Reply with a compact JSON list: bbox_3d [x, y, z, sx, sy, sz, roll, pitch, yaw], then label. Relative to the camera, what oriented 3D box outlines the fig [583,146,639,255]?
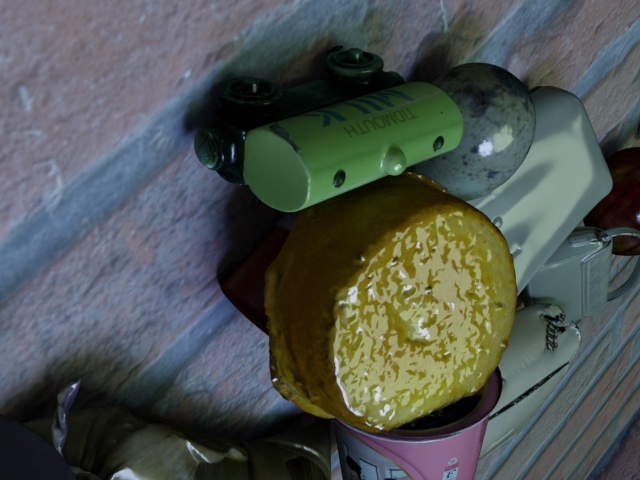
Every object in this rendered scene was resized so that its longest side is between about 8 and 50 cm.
[{"bbox_3d":[0.545,-0.041,1.567,0.250,0.186,0.204,-64,179,37],"label":"fig"}]

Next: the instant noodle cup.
[{"bbox_3d":[0.114,0.273,1.152,0.244,0.244,0.255,-29,131,-38],"label":"instant noodle cup"}]

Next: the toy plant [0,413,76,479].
[{"bbox_3d":[-0.334,0.295,0.619,0.279,0.185,0.400,8,130,-48],"label":"toy plant"}]

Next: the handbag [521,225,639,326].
[{"bbox_3d":[0.459,0.057,1.518,0.219,0.079,0.256,-15,145,6],"label":"handbag"}]

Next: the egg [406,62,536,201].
[{"bbox_3d":[0.166,-0.119,0.997,0.141,0.141,0.182,-25,155,-42],"label":"egg"}]

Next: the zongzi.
[{"bbox_3d":[-0.141,0.216,0.918,0.467,0.218,0.500,-71,148,-49],"label":"zongzi"}]

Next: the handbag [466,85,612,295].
[{"bbox_3d":[0.258,-0.045,1.179,0.315,0.109,0.241,-45,120,-21],"label":"handbag"}]

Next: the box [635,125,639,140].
[{"bbox_3d":[0.679,-0.303,1.603,0.135,0.079,0.269,-33,141,-33],"label":"box"}]

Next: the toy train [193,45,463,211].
[{"bbox_3d":[0.016,-0.098,0.786,0.253,0.157,0.105,-23,132,-40],"label":"toy train"}]

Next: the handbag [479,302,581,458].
[{"bbox_3d":[0.253,0.242,1.405,0.358,0.160,0.237,-18,146,-47],"label":"handbag"}]

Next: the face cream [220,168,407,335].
[{"bbox_3d":[0.000,0.000,0.909,0.214,0.095,0.096,-49,148,-14],"label":"face cream"}]

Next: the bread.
[{"bbox_3d":[0.067,0.056,0.825,0.268,0.145,0.269,-10,108,-33],"label":"bread"}]
